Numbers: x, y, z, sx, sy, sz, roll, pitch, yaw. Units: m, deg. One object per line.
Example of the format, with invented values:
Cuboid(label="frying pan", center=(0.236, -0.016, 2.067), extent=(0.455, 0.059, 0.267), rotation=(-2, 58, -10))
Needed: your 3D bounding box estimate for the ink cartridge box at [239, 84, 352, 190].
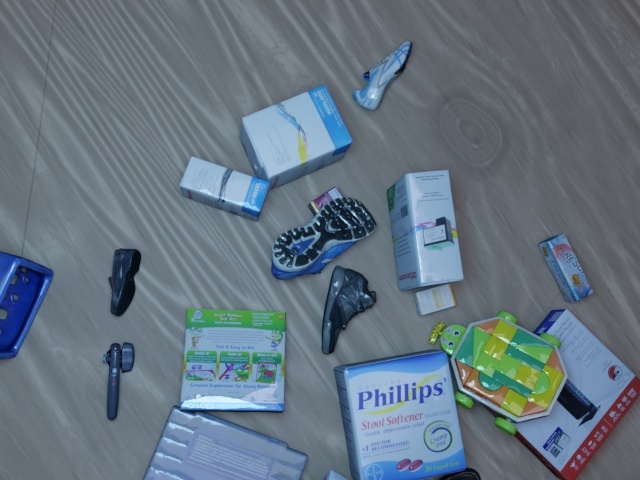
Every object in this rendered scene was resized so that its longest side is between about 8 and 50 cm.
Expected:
Cuboid(label="ink cartridge box", center=(-0.069, -0.256, 1.656), extent=(0.232, 0.171, 0.168), rotation=(-25, 86, -12))

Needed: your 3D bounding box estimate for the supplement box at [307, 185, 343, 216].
Cuboid(label="supplement box", center=(0.014, -0.100, 1.706), extent=(0.083, 0.055, 0.043), rotation=(-33, 88, -12))

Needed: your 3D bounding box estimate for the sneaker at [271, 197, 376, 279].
Cuboid(label="sneaker", center=(0.000, 0.000, 1.661), extent=(0.330, 0.147, 0.130), rotation=(-26, 75, -29))

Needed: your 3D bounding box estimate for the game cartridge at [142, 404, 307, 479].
Cuboid(label="game cartridge", center=(-0.232, 0.563, 1.575), extent=(0.355, 0.068, 0.230), rotation=(22, 76, -5))

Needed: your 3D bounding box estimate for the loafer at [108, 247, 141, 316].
Cuboid(label="loafer", center=(-0.495, 0.102, 1.606), extent=(0.061, 0.062, 0.170), rotation=(8, 77, 15))

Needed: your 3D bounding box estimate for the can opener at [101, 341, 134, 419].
Cuboid(label="can opener", center=(-0.496, 0.338, 1.565), extent=(0.073, 0.059, 0.186), rotation=(6, 81, -8))

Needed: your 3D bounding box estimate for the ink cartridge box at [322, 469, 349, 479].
Cuboid(label="ink cartridge box", center=(0.021, 0.701, 1.538), extent=(0.186, 0.065, 0.311), rotation=(31, 112, -3))

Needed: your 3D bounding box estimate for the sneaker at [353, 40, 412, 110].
Cuboid(label="sneaker", center=(0.174, -0.462, 1.769), extent=(0.086, 0.085, 0.237), rotation=(34, 75, 5))

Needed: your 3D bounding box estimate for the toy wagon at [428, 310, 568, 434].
Cuboid(label="toy wagon", center=(0.435, 0.310, 1.643), extent=(0.344, 0.068, 0.267), rotation=(28, 74, 18))

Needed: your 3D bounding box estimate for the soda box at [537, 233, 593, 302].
Cuboid(label="soda box", center=(0.670, 0.075, 1.775), extent=(0.058, 0.063, 0.183), rotation=(-25, 86, -10))

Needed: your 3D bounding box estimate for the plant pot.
Cuboid(label="plant pot", center=(-0.782, 0.125, 1.470), extent=(0.212, 0.236, 0.236), rotation=(21, 80, 1))

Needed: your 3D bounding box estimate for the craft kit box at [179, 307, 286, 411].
Cuboid(label="craft kit box", center=(-0.212, 0.294, 1.591), extent=(0.250, 0.061, 0.247), rotation=(4, 71, -8))

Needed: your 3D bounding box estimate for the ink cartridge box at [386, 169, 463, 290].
Cuboid(label="ink cartridge box", center=(0.262, -0.019, 1.656), extent=(0.117, 0.201, 0.278), rotation=(-5, 83, -9))

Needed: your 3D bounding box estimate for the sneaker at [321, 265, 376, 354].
Cuboid(label="sneaker", center=(0.072, 0.187, 1.657), extent=(0.130, 0.087, 0.227), rotation=(14, 75, 0))

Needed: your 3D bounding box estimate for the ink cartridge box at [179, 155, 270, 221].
Cuboid(label="ink cartridge box", center=(-0.239, -0.127, 1.624), extent=(0.203, 0.148, 0.086), rotation=(19, 81, -6))

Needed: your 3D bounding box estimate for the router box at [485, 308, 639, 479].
Cuboid(label="router box", center=(0.636, 0.404, 1.713), extent=(0.301, 0.082, 0.335), rotation=(44, 78, -1))

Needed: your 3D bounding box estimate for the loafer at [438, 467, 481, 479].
Cuboid(label="loafer", center=(0.314, 0.648, 1.632), extent=(0.220, 0.078, 0.080), rotation=(-24, 86, -11))

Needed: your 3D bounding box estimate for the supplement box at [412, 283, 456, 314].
Cuboid(label="supplement box", center=(0.302, 0.157, 1.721), extent=(0.098, 0.036, 0.062), rotation=(-14, 84, -10))

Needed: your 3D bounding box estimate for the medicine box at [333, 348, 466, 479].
Cuboid(label="medicine box", center=(0.193, 0.435, 1.609), extent=(0.263, 0.149, 0.289), rotation=(-8, 84, -10))
